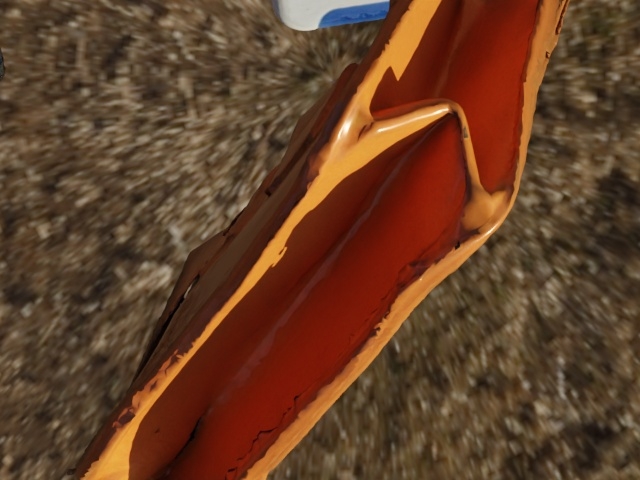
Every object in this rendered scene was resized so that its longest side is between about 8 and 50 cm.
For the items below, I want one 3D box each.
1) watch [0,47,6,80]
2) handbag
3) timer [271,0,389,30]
[{"bbox_3d":[-0.336,-0.178,1.204,0.275,0.276,0.068,31,67,2],"label":"watch"},{"bbox_3d":[0.000,0.000,1.201,0.116,0.303,0.410,34,131,-6],"label":"handbag"},{"bbox_3d":[0.033,-0.289,1.429,0.178,0.078,0.253,-8,132,0],"label":"timer"}]
